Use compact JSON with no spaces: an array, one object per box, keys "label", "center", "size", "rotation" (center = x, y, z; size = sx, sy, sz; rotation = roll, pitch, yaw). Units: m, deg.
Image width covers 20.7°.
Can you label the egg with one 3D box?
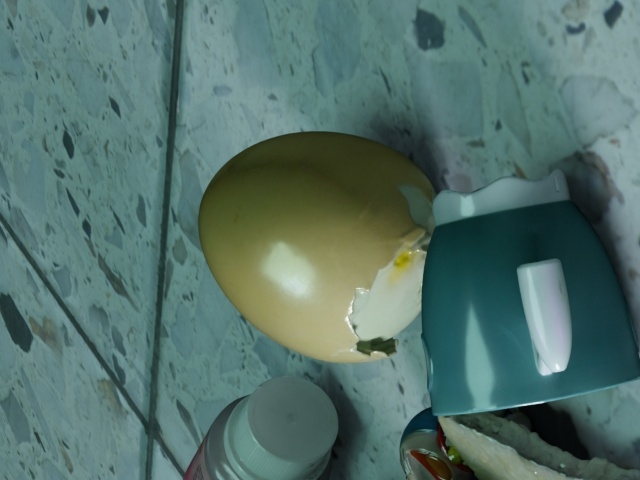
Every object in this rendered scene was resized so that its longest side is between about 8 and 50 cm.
[{"label":"egg","center":[0.000,0.000,1.560],"size":[0.244,0.201,0.201],"rotation":[21,129,28]}]

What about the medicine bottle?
[{"label":"medicine bottle","center":[-0.062,0.243,1.902],"size":[0.147,0.147,0.247],"rotation":[60,150,20]}]

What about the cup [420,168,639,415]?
[{"label":"cup","center":[0.153,0.039,1.367],"size":[0.299,0.168,0.173],"rotation":[116,143,-87]}]

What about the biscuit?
[{"label":"biscuit","center":[0.209,0.217,1.464],"size":[0.250,0.032,0.133],"rotation":[20,143,38]}]

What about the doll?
[{"label":"doll","center":[0.126,0.185,1.589],"size":[0.114,0.085,0.152],"rotation":[50,140,-1]}]
